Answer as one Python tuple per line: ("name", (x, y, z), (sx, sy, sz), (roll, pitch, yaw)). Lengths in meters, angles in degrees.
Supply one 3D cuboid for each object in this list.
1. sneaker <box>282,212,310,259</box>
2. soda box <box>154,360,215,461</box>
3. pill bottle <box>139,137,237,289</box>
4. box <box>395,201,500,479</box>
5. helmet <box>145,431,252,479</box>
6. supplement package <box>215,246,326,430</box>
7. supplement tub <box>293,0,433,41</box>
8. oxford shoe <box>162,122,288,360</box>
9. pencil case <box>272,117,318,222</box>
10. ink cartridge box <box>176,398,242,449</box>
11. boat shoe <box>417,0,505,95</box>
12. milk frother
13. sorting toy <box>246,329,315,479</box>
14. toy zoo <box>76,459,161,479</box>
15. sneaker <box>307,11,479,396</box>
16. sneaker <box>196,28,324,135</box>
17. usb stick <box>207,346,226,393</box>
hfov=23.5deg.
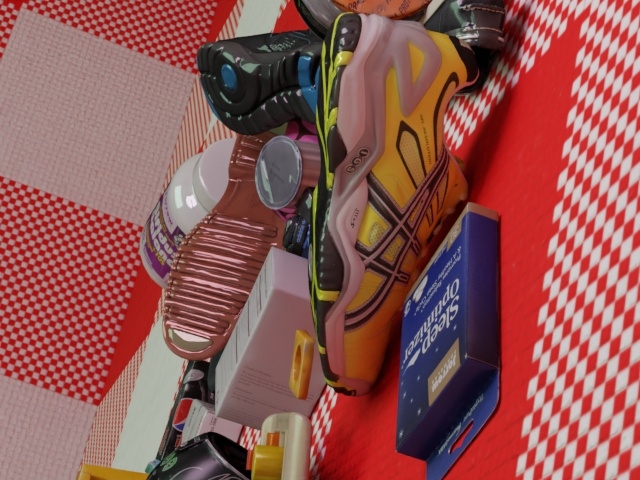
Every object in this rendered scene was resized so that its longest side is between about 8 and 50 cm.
("sneaker", (0.000, 0.001, 1.806), (0.152, 0.084, 0.058), (170, 119, -76))
("soda box", (-0.195, 0.263, 2.311), (0.060, 0.053, 0.169), (164, 124, -75))
("pill bottle", (-0.173, -0.039, 2.421), (0.301, 0.169, 0.169), (129, 158, -58))
("box", (0.109, 0.090, 1.314), (0.225, 0.036, 0.136), (-85, 19, -47))
("helmet", (-0.125, 0.314, 1.716), (0.161, 0.169, 0.169), (-51, 14, 4))
("supplement package", (-0.041, 0.118, 1.751), (0.105, 0.105, 0.179), (-96, 29, -64))
("supplement tub", (0.060, -0.302, 1.665), (0.316, 0.193, 0.194), (-102, 33, -86))
("oxford shoe", (-0.099, 0.010, 2.147), (0.146, 0.140, 0.397), (80, -148, -60))
("pencil case", (-0.001, -0.110, 1.983), (0.095, 0.098, 0.209), (59, -150, -43))
("ink cartridge box", (-0.155, 0.278, 2.106), (0.135, 0.056, 0.099), (-172, 101, -78))
("boat shoe", (0.129, -0.181, 1.560), (0.233, 0.084, 0.079), (126, 135, -68))
("milk frother", (0.026, -0.086, 1.711), (0.129, 0.134, 0.143), (41, 117, 44))
("sorting toy", (-0.054, 0.261, 1.554), (0.196, 0.047, 0.348), (149, 128, -77))
("toy zoo", (-0.228, 0.390, 1.929), (0.293, 0.192, 0.030), (-87, 21, -52))
("sneaker", (0.066, -0.021, 1.470), (0.145, 0.147, 0.385), (-105, 19, -65))
("sneaker", (-0.032, -0.210, 1.969), (0.340, 0.139, 0.125), (11, 122, 51))
("usb stick", (-0.100, 0.153, 2.094), (0.278, 0.045, 0.077), (139, 150, -65))
